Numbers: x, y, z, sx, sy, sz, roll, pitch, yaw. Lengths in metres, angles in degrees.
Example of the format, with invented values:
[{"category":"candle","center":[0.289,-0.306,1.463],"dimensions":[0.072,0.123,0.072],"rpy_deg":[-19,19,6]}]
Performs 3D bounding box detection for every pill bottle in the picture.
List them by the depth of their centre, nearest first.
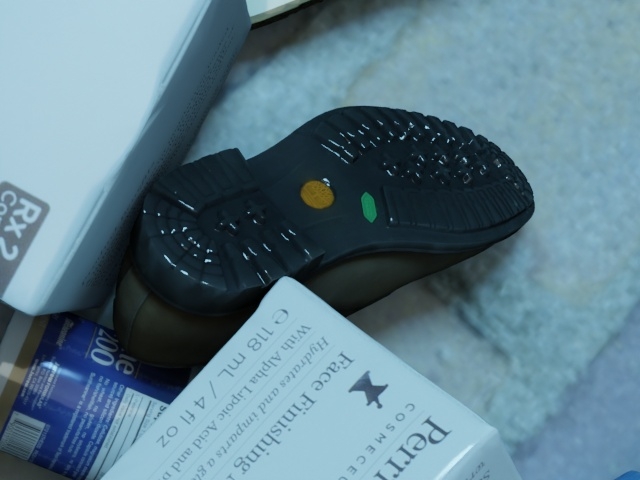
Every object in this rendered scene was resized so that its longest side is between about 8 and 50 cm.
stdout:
[{"category":"pill bottle","center":[-0.087,0.076,0.785],"dimensions":[0.120,0.067,0.067],"rpy_deg":[23,79,-8]}]

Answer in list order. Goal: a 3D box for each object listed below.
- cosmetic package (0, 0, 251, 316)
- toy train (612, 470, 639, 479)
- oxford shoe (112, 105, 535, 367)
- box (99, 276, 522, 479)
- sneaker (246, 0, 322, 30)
[{"category":"cosmetic package","center":[-0.129,-0.069,0.715],"dimensions":[0.151,0.184,0.151],"rpy_deg":[28,88,1]},{"category":"toy train","center":[0.181,0.182,0.826],"dimensions":[0.105,0.080,0.184],"rpy_deg":[-27,92,-4]},{"category":"oxford shoe","center":[0.000,0.000,0.798],"dimensions":[0.227,0.096,0.083],"rpy_deg":[-13,58,-38]},{"category":"box","center":[-0.008,0.146,0.721],"dimensions":[0.119,0.182,0.181],"rpy_deg":[34,74,33]},{"category":"sneaker","center":[0.024,-0.169,0.836],"dimensions":[0.192,0.064,0.086],"rpy_deg":[-25,94,-10]}]
